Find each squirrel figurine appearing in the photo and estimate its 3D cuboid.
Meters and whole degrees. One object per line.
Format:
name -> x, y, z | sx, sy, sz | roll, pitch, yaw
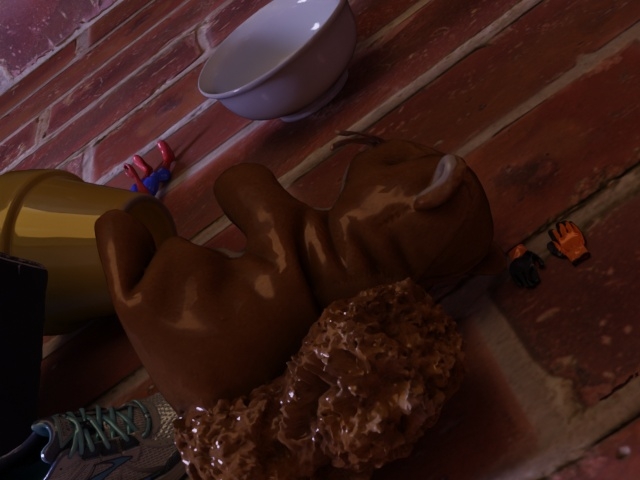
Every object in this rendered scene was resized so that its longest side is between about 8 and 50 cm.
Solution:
squirrel figurine -> 0.021, 0.075, 0.960 | 0.370, 0.281, 0.397 | -26, 44, 2

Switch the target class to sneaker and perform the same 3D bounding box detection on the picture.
sneaker -> -0.252, 0.237, 1.078 | 0.283, 0.122, 0.110 | -30, 43, -10

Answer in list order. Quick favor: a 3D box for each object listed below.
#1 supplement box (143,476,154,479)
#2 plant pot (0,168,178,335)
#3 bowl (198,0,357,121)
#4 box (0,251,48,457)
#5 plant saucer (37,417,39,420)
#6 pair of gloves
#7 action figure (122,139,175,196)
supplement box -> -0.197, 0.310, 1.022 | 0.083, 0.056, 0.083 | -28, 31, 19
plant pot -> -0.352, 0.017, 1.441 | 0.239, 0.254, 0.254 | -1, 45, 26
bowl -> -0.046, -0.292, 1.611 | 0.298, 0.134, 0.298 | -29, 30, 19
box -> -0.680, 0.157, 1.201 | 0.480, 0.471, 0.297 | -16, 68, 36
plant saucer -> -0.476, 0.361, 1.284 | 0.317, 0.044, 0.318 | -28, 32, 19
pair of gloves -> 0.230, 0.013, 0.997 | 0.083, 0.010, 0.074 | -32, 30, 14
action figure -> -0.331, -0.097, 1.670 | 0.091, 0.139, 0.280 | -29, 33, 20
